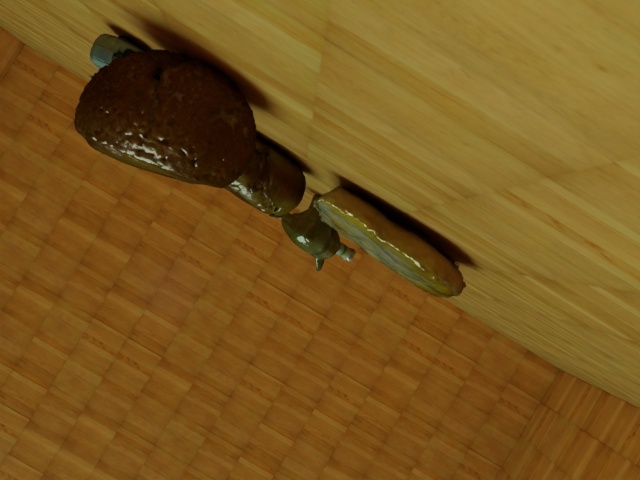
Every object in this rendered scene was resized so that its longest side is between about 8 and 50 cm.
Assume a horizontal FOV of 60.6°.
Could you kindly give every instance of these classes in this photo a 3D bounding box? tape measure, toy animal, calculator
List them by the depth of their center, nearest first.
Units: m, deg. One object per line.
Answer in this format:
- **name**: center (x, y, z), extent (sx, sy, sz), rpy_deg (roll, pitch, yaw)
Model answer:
- **tape measure**: center (-0.444, -0.387, 1.181), extent (0.330, 0.084, 0.164), rpy_deg (26, 173, 41)
- **calculator**: center (0.337, 0.051, 1.500), extent (0.094, 0.019, 0.141), rpy_deg (31, 180, 18)
- **toy animal**: center (-0.009, -0.017, 1.968), extent (0.180, 0.181, 0.363), rpy_deg (64, -174, 24)

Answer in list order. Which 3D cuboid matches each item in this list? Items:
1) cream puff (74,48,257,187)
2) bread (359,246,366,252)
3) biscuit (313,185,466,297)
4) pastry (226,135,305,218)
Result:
- **cream puff**: center (-0.250, -0.212, 0.944), extent (0.303, 0.212, 0.303), rpy_deg (21, 180, 0)
- **bread**: center (0.158, -0.010, 2.038), extent (0.114, 0.077, 0.189), rpy_deg (53, -175, 35)
- **biscuit**: center (0.173, -0.001, 1.391), extent (0.446, 0.104, 0.429), rpy_deg (33, 176, 12)
- **pastry**: center (-0.196, -0.191, 1.442), extent (0.356, 0.163, 0.356), rpy_deg (32, -179, -1)
